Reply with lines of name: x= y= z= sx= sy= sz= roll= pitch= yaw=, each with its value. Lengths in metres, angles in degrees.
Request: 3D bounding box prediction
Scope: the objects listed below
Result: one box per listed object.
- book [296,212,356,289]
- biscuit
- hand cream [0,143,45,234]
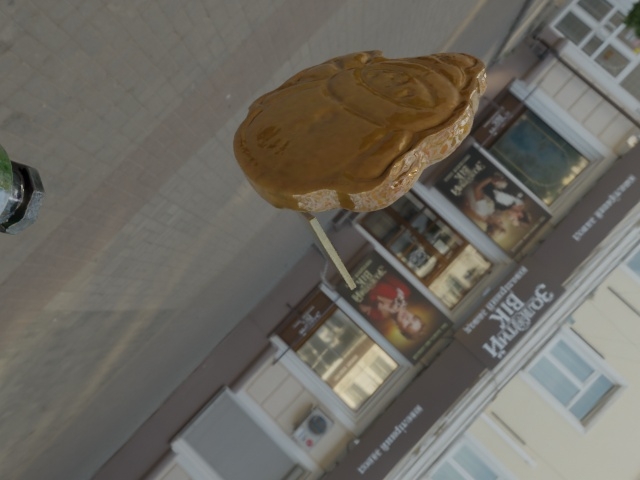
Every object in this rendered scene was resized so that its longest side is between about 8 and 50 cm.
book: x=0.000 y=0.000 z=0.840 sx=0.012 sy=0.118 sz=0.172 roll=-33 pitch=-163 yaw=-3
biscuit: x=0.045 y=-0.168 z=0.748 sx=0.351 sy=0.312 sz=0.057 roll=-38 pitch=135 yaw=-22
hand cream: x=-0.209 y=-0.040 z=0.195 sx=0.256 sy=0.088 sz=0.055 roll=20 pitch=75 yaw=-69
